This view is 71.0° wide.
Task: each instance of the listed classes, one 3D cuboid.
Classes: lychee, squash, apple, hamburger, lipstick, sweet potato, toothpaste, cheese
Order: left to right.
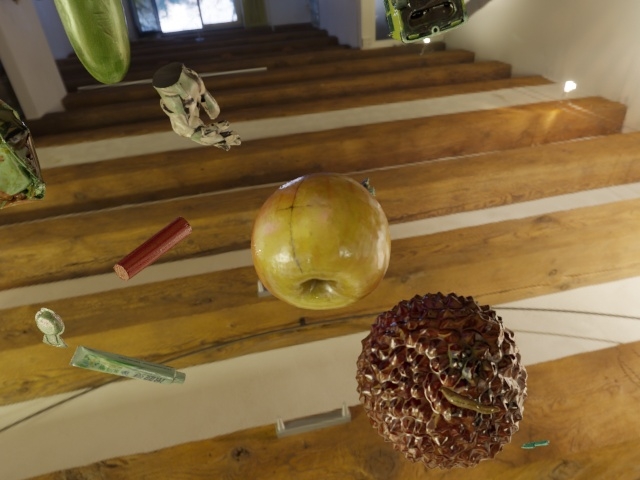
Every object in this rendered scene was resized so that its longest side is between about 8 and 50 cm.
[{"bbox_3d":[-0.575,-0.184,0.758,0.125,0.235,0.214,-39,-111,-23],"label":"hamburger"},{"bbox_3d":[-0.611,0.199,1.017,0.067,0.121,0.026,14,-145,1],"label":"cheese"},{"bbox_3d":[-0.313,-0.349,0.580,0.082,0.292,0.082,-2,-144,2],"label":"squash"},{"bbox_3d":[-0.511,0.344,1.216,0.297,0.075,0.048,24,-155,-28],"label":"toothpaste"},{"bbox_3d":[-0.530,0.023,1.438,0.073,0.073,0.280,15,-140,27],"label":"lipstick"},{"bbox_3d":[0.000,0.000,0.883,0.286,0.286,0.233,0,-125,8],"label":"apple"},{"bbox_3d":[0.292,0.365,1.149,0.424,0.500,0.425,11,-150,-6],"label":"lychee"},{"bbox_3d":[0.281,0.310,0.855,0.115,0.026,0.026,14,-142,30],"label":"sweet potato"}]

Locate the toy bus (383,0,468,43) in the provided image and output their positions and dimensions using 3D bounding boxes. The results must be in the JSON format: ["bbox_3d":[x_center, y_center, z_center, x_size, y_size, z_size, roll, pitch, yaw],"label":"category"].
[{"bbox_3d":[0.109,-0.329,0.524,0.088,0.175,0.101,-17,-159,4],"label":"toy bus"}]

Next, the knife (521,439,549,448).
[{"bbox_3d":[0.433,0.414,0.908,0.005,0.091,0.014,34,-118,9],"label":"knife"}]

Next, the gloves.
[{"bbox_3d":[-0.248,-0.250,0.906,0.111,0.212,0.127,-33,-126,-9],"label":"gloves"}]

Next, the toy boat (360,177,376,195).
[{"bbox_3d":[0.118,-0.114,1.095,0.038,0.038,0.083,-7,-104,-3],"label":"toy boat"}]
